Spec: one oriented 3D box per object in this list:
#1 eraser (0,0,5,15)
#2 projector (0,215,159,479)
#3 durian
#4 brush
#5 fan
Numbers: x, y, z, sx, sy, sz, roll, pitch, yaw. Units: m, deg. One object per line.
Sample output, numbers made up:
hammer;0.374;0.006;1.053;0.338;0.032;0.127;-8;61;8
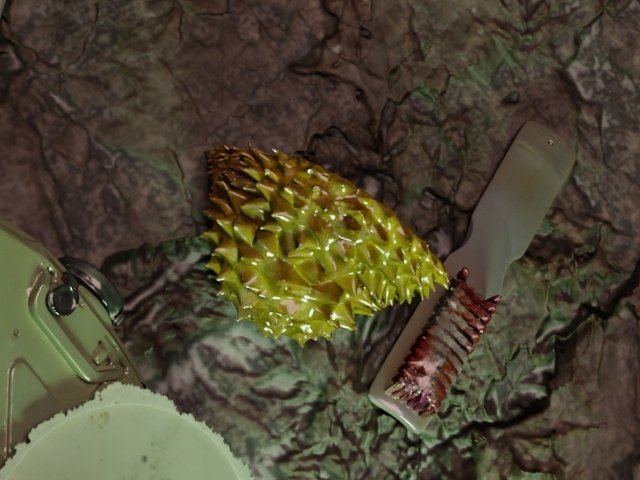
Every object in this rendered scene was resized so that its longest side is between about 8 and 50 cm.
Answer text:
eraser;-0.342;-0.131;1.202;0.213;0.082;0.397;21;65;-20
projector;-0.212;0.097;1.150;0.193;0.088;0.269;-51;122;-31
durian;0.000;-0.002;1.333;0.182;0.165;0.132;61;22;-25
brush;0.140;0.020;1.434;0.060;0.050;0.321;37;59;-9
fan;-0.082;0.279;1.189;0.414;0.012;0.233;49;60;-26
